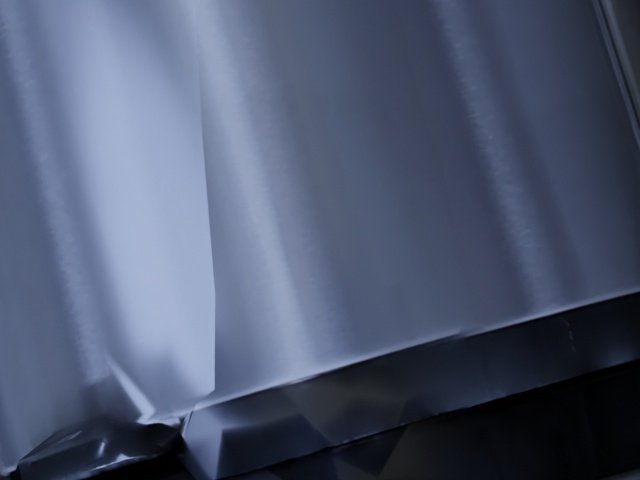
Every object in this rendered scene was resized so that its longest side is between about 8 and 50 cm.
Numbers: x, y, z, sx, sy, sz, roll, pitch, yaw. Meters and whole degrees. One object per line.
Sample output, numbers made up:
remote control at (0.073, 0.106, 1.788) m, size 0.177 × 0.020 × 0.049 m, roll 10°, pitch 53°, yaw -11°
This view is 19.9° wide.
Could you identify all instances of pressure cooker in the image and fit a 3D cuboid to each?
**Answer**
pressure cooker at (0.001, -0.001, 0.755) m, size 0.369 × 0.375 × 0.421 m, roll -20°, pitch 81°, yaw 17°
